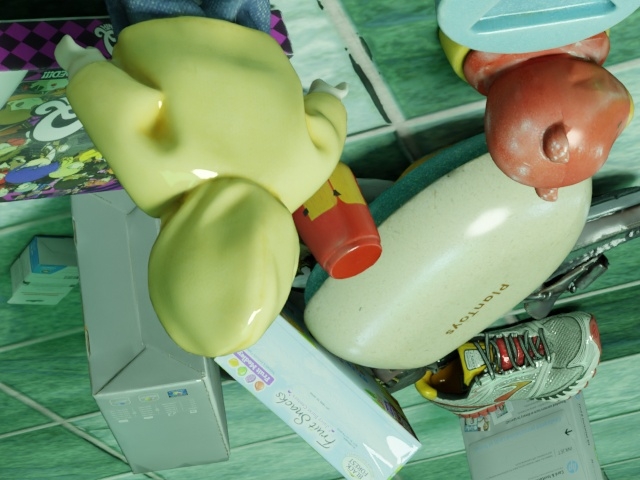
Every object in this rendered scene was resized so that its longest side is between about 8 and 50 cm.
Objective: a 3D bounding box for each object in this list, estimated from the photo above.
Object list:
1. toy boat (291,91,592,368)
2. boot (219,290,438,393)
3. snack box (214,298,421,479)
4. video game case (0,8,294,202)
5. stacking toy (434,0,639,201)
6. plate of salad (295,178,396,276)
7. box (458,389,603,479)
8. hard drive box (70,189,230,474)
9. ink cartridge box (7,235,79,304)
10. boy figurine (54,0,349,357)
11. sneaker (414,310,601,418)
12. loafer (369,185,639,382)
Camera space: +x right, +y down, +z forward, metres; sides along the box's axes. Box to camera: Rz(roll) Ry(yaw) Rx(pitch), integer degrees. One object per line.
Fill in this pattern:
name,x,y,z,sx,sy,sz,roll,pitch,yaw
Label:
toy boat,0.063,-0.022,1.344,0.267,0.148,0.318,-39,151,20
boot,0.000,0.120,1.716,0.263,0.091,0.229,-6,160,-6
snack box,-0.007,0.121,1.485,0.070,0.174,0.207,-47,-176,0
video game case,-0.165,-0.084,1.157,0.232,0.042,0.210,-8,161,-37
stacking toy,0.208,-0.148,1.100,0.279,0.130,0.309,-13,158,8
plate of salad,0.000,0.000,1.479,0.200,0.048,0.200,-8,158,-3
box,0.222,0.208,1.890,0.145,0.186,0.038,-26,153,33
hard drive box,-0.135,0.072,1.421,0.089,0.181,0.232,-9,157,-1
ink cartridge box,-0.231,0.026,1.470,0.048,0.028,0.083,4,154,-29
boy figurine,-0.058,-0.069,0.979,0.177,0.285,0.092,0,156,-31
sneaker,0.196,0.133,1.828,0.225,0.088,0.093,-27,151,35
loafer,0.164,0.039,1.542,0.302,0.095,0.109,-21,180,20
